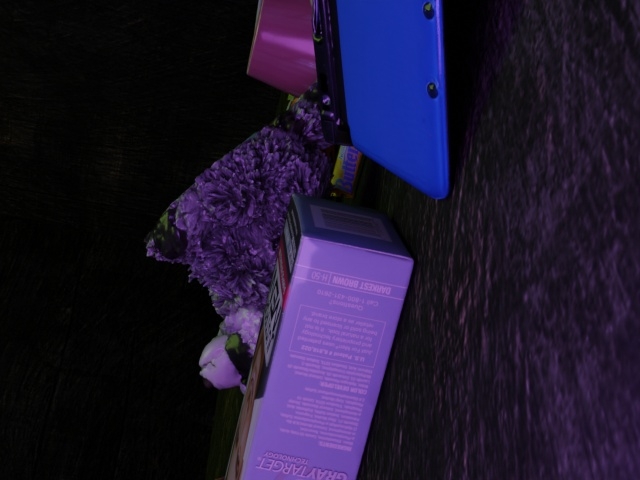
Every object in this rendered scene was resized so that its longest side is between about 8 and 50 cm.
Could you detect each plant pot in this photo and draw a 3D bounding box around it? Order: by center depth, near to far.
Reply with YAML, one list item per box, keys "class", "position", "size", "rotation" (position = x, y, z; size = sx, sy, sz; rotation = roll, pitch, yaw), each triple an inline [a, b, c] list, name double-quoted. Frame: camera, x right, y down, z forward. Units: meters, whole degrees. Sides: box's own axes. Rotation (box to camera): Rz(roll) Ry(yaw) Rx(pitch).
- class: "plant pot"
  position: [-0.002, -0.271, 1.398]
  size: [0.201, 0.180, 0.201]
  rotation: [-169, 90, -82]

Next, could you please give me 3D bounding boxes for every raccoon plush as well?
- class: "raccoon plush"
  position: [0.000, 0.000, 1.238]
  size: [0.446, 0.299, 0.216]
  rotation: [-43, -1, 12]

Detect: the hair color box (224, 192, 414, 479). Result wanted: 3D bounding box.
- class: "hair color box"
  position: [-0.015, 0.158, 1.041]
  size: [0.185, 0.114, 0.374]
  rotation: [-105, 27, -74]

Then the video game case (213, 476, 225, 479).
- class: "video game case"
  position: [-0.104, 0.379, 1.141]
  size: [0.285, 0.025, 0.204]
  rotation: [72, 180, -82]

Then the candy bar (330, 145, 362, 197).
- class: "candy bar"
  position: [0.045, -0.130, 1.355]
  size: [0.018, 0.040, 0.161]
  rotation: [-91, 15, -64]

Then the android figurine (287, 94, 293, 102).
- class: "android figurine"
  position: [0.001, -0.400, 1.995]
  size: [0.248, 0.056, 0.272]
  rotation: [121, 170, -84]

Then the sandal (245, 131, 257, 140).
- class: "sandal"
  position: [-0.107, -0.100, 2.119]
  size: [0.126, 0.138, 0.317]
  rotation: [151, 129, -78]

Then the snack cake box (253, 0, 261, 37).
- class: "snack cake box"
  position: [-0.049, -0.387, 1.573]
  size: [0.264, 0.089, 0.152]
  rotation: [111, 169, -68]

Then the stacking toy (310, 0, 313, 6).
- class: "stacking toy"
  position: [0.034, -0.389, 1.052]
  size: [0.330, 0.141, 0.141]
  rotation: [77, -167, -46]

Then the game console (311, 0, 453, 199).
- class: "game console"
  position: [0.082, -0.225, 0.907]
  size: [0.250, 0.173, 0.293]
  rotation: [-45, -41, -46]

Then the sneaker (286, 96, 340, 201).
- class: "sneaker"
  position: [-0.011, -0.194, 1.565]
  size: [0.180, 0.125, 0.321]
  rotation: [108, 171, -46]
